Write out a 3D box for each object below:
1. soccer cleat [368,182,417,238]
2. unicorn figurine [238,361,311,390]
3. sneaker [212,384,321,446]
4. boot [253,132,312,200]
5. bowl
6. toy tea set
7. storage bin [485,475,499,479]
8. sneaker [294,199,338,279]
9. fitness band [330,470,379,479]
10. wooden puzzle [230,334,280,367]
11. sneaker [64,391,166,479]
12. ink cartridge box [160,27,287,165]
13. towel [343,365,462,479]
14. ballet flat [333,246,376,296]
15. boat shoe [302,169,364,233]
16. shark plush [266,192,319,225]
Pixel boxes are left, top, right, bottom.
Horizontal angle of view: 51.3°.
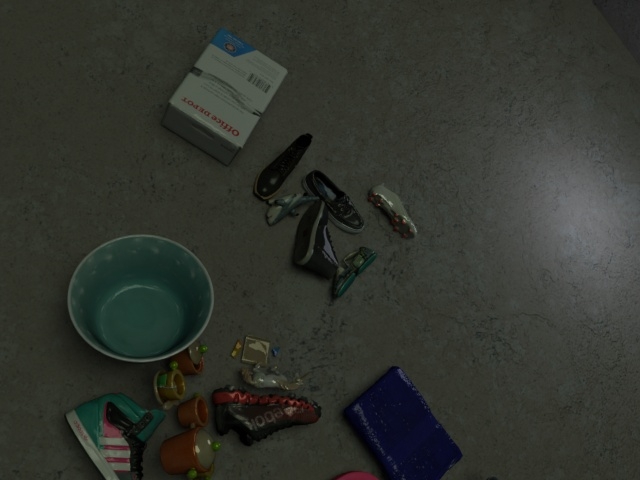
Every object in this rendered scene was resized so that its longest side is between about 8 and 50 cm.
[{"bbox_3d":[0.228,-0.092,1.995,0.196,0.068,0.076,48,56,2],"label":"soccer cleat"},{"bbox_3d":[-0.114,0.340,1.643,0.162,0.111,0.060,-8,106,-17],"label":"unicorn figurine"},{"bbox_3d":[-0.131,0.432,1.611,0.276,0.097,0.135,11,66,-18],"label":"sneaker"},{"bbox_3d":[-0.105,-0.211,1.846,0.077,0.137,0.197,36,61,-8],"label":"boot"},{"bbox_3d":[-0.412,0.157,1.533,0.312,0.163,0.311,8,60,-14],"label":"bowl"},{"bbox_3d":[-0.277,0.378,1.502,0.125,0.200,0.335,-16,71,10],"label":"toy tea set"},{"bbox_3d":[0.414,0.690,1.764,0.135,0.091,0.098,-36,88,-32],"label":"storage bin"},{"bbox_3d":[0.000,0.000,1.860,0.118,0.083,0.221,36,51,-30],"label":"sneaker"},{"bbox_3d":[0.055,0.693,1.622,0.291,0.054,0.208,-25,82,-31],"label":"fitness band"},{"bbox_3d":[-0.166,0.282,1.702,0.116,0.014,0.078,23,67,-15],"label":"wooden puzzle"},{"bbox_3d":[-0.406,0.454,1.469,0.178,0.124,0.295,-34,86,-21],"label":"sneaker"},{"bbox_3d":[-0.264,-0.397,1.848,0.223,0.129,0.307,32,61,-11],"label":"ink cartridge box"},{"bbox_3d":[0.213,0.512,1.758,0.228,0.076,0.308,-31,85,-38],"label":"towel"},{"bbox_3d":[0.080,0.084,1.869,0.070,0.070,0.188,48,57,-1],"label":"ballet flat"},{"bbox_3d":[0.047,-0.116,1.913,0.228,0.076,0.080,47,59,-1],"label":"boat shoe"},{"bbox_3d":[-0.082,-0.096,1.866,0.161,0.073,0.067,-22,101,-34],"label":"shark plush"}]
